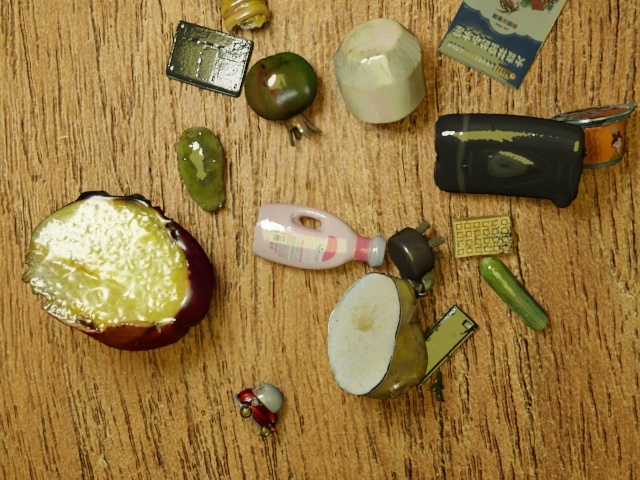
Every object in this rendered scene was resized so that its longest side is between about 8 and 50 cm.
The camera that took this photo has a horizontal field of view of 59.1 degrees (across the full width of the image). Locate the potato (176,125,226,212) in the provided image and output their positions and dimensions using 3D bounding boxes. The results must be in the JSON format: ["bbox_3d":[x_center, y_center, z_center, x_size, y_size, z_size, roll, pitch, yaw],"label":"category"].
[{"bbox_3d":[-0.303,-0.183,1.460,0.117,0.090,0.226,-10,100,0],"label":"potato"}]

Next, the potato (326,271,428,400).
[{"bbox_3d":[0.160,0.244,1.405,0.246,0.196,0.300,-1,72,46],"label":"potato"}]

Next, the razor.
[{"bbox_3d":[0.435,-0.193,1.329,0.348,0.113,0.205,9,124,20],"label":"razor"}]

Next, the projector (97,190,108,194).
[{"bbox_3d":[-0.593,-0.077,1.498,0.083,0.083,0.082,-27,92,7],"label":"projector"}]

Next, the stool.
[{"bbox_3d":[0.244,0.050,1.408,0.121,0.125,0.217,-28,115,-15],"label":"stool"}]

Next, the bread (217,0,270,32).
[{"bbox_3d":[-0.202,-0.604,1.422,0.119,0.084,0.177,-21,88,6],"label":"bread"}]

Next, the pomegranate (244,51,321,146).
[{"bbox_3d":[-0.083,-0.348,1.391,0.181,0.181,0.224,-25,107,7],"label":"pomegranate"}]

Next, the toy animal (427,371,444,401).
[{"bbox_3d":[0.300,0.386,1.475,0.050,0.028,0.084,-8,96,5],"label":"toy animal"}]

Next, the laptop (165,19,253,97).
[{"bbox_3d":[-0.291,-0.471,1.467,0.207,0.026,0.154,18,95,4],"label":"laptop"}]

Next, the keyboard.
[{"bbox_3d":[0.303,0.276,1.469,0.093,0.025,0.230,43,97,3],"label":"keyboard"}]

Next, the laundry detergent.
[{"bbox_3d":[0.000,0.000,1.447,0.334,0.088,0.159,10,94,4],"label":"laundry detergent"}]

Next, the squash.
[{"bbox_3d":[0.486,0.133,1.421,0.066,0.066,0.229,-43,91,7],"label":"squash"}]

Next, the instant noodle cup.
[{"bbox_3d":[0.642,-0.240,1.332,0.208,0.177,0.126,-8,106,16],"label":"instant noodle cup"}]

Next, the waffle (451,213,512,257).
[{"bbox_3d":[0.408,-0.010,1.427,0.147,0.042,0.103,-4,94,5],"label":"waffle"}]

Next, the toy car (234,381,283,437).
[{"bbox_3d":[-0.149,0.435,1.494,0.112,0.112,0.139,-42,100,-9],"label":"toy car"}]

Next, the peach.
[{"bbox_3d":[-0.476,0.079,1.350,0.416,0.353,0.339,43,61,-34],"label":"peach"}]

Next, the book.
[{"bbox_3d":[0.464,-0.565,1.391,0.228,0.018,0.323,27,96,3],"label":"book"}]

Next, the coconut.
[{"bbox_3d":[0.144,-0.389,1.341,0.241,0.241,0.241,0,94,5],"label":"coconut"}]
